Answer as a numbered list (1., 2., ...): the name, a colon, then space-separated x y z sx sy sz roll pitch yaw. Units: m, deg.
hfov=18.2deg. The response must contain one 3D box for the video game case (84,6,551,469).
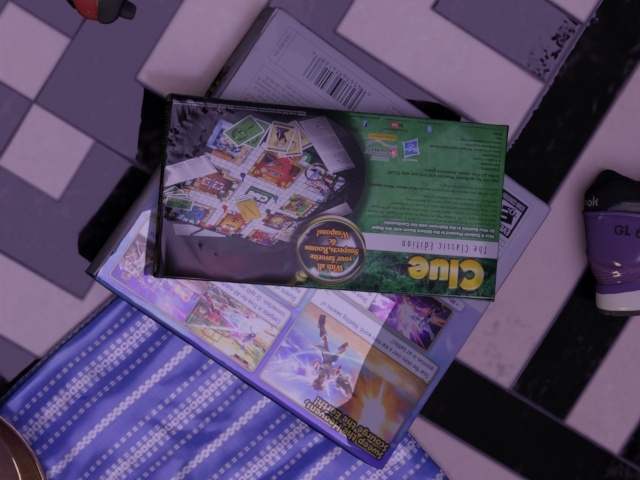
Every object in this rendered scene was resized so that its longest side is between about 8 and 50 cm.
1. video game case: 0.000 0.000 1.513 0.269 0.061 0.244 36 82 -14

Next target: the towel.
1. towel: -0.066 0.180 1.560 0.243 0.040 0.336 -42 104 -2

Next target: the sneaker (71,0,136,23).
1. sneaker: -0.208 -0.282 1.423 0.135 0.097 0.276 -16 100 -8

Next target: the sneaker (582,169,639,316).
1. sneaker: 0.347 -0.029 1.569 0.283 0.107 0.124 -12 96 -8

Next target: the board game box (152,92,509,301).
1. board game box: 0.009 -0.030 1.469 0.260 0.030 0.136 5 89 -15

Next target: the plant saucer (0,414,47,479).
1. plant saucer: -0.299 0.196 1.506 0.198 0.036 0.198 0 106 0
